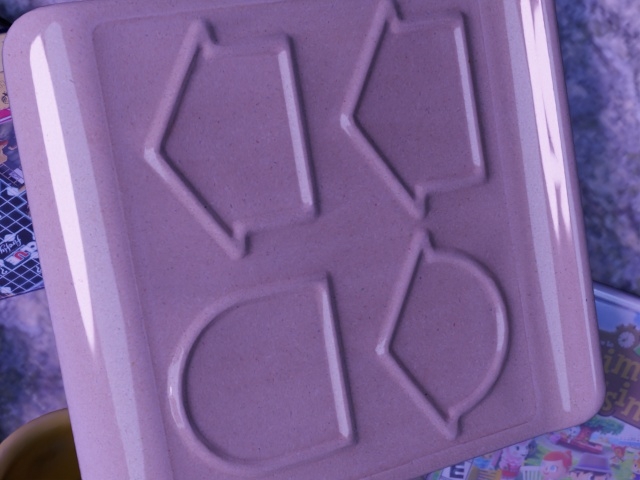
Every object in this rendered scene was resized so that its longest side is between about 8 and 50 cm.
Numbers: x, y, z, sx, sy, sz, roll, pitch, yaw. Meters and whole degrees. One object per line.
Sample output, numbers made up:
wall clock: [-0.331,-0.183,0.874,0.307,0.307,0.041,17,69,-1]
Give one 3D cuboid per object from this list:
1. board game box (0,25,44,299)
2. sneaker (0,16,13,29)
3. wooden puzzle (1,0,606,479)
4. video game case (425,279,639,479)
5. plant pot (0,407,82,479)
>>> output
board game box: [-0.149,-0.063,0.711,0.243,0.042,0.165,-15,107,-15]
sneaker: [-0.305,-0.130,0.727,0.227,0.087,0.130,32,94,-10]
wooden puzzle: [0.000,0.000,0.697,0.347,0.080,0.322,-12,97,-21]
video game case: [0.204,0.133,0.792,0.212,0.023,0.193,19,101,-2]
plant pot: [-0.138,0.279,0.730,0.254,0.254,0.239,25,113,-3]
